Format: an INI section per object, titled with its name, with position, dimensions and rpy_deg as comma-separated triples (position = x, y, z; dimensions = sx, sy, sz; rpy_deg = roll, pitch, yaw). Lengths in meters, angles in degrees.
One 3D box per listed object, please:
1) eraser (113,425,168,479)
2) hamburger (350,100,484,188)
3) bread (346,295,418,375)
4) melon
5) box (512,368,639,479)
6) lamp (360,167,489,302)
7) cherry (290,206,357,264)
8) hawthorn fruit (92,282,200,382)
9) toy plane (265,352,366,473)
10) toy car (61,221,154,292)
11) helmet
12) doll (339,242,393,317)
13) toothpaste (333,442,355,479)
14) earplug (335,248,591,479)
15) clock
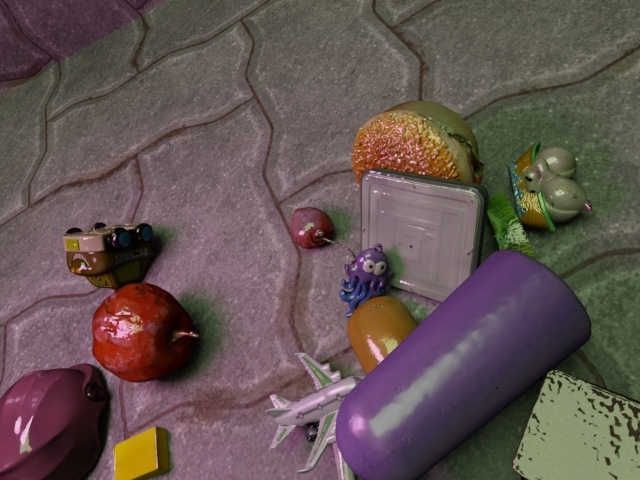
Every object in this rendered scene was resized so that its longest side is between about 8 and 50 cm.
[eraser]
position = -0.415, 0.501, 1.091
dimensions = 0.122, 0.045, 0.097
rpy_deg = -25, 55, 10
[hamburger]
position = 0.207, -0.164, 1.048
dimensions = 0.302, 0.302, 0.170
rpy_deg = 11, 46, 30
[bread]
position = 0.141, 0.215, 0.973
dimensions = 0.147, 0.098, 0.217
rpy_deg = -37, 52, 5
[melon]
position = 0.391, -0.005, 0.981
dimensions = 0.064, 0.118, 0.209
rpy_deg = -22, 49, 18
[box]
position = 0.457, 0.344, 0.718
dimensions = 0.273, 0.143, 0.184
rpy_deg = 18, 70, 31
[lamp]
position = 0.204, -0.006, 0.990
dimensions = 0.266, 0.269, 0.047
rpy_deg = 16, 32, 33
[cherry]
position = 0.000, 0.000, 1.178
dimensions = 0.107, 0.090, 0.225
rpy_deg = -31, 61, -10
[hawthorn fruit]
position = -0.401, 0.224, 1.135
dimensions = 0.272, 0.242, 0.242
rpy_deg = 4, 63, 27
[toy plane]
position = 0.010, 0.328, 0.948
dimensions = 0.255, 0.101, 0.251
rpy_deg = -23, 42, 16
[toy car]
position = -0.595, 0.052, 1.352
dimensions = 0.204, 0.248, 0.198
rpy_deg = 2, 101, 24
[helmet]
position = -0.695, 0.446, 1.165
dimensions = 0.271, 0.197, 0.338
rpy_deg = -24, 55, 13
[doll]
position = 0.097, 0.092, 1.037
dimensions = 0.110, 0.206, 0.067
rpy_deg = 7, 32, -15
[toothpaste]
position = 0.046, 0.428, 0.931
dimensions = 0.048, 0.031, 0.190
rpy_deg = -25, 50, 20
[earplug]
position = 0.221, 0.229, 0.812
dimensions = 0.456, 0.215, 0.215
rpy_deg = -37, 52, -11
[clock]
position = 0.484, -0.118, 1.009
dimensions = 0.144, 0.103, 0.231
rpy_deg = -9, 60, 19
